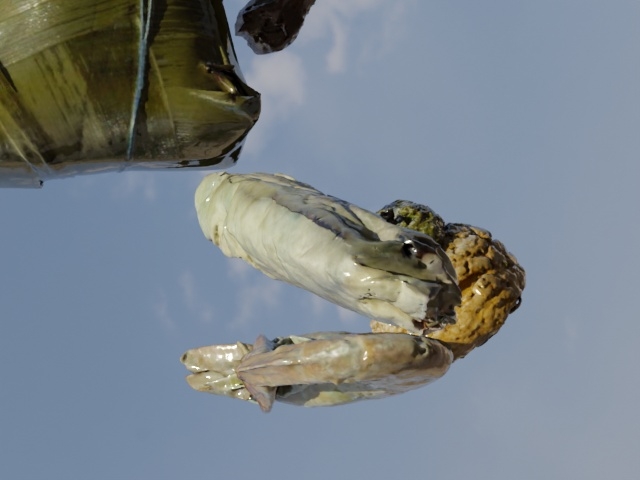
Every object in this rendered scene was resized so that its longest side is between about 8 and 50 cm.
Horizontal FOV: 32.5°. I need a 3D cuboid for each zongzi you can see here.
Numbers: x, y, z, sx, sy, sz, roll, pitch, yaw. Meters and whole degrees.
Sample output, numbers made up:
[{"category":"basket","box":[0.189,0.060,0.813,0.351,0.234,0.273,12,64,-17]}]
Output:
[{"category":"zongzi","box":[-0.196,-0.151,0.695,0.274,0.125,0.251,-9,-112,-19]}]

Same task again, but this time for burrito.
[{"category":"burrito","box":[0.000,0.002,0.463,0.058,0.188,0.045,3,-81,-29]}]

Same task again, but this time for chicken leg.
[{"category":"chicken leg","box":[0.065,-0.253,0.855,0.083,0.177,0.322,49,-131,3]}]

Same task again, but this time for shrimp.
[{"category":"shrimp","box":[-0.026,0.115,1.007,0.168,0.317,0.077,15,-111,-50]}]

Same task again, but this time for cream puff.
[{"category":"cream puff","box":[0.098,0.030,1.129,0.169,0.183,0.183,50,-124,-9]}]
